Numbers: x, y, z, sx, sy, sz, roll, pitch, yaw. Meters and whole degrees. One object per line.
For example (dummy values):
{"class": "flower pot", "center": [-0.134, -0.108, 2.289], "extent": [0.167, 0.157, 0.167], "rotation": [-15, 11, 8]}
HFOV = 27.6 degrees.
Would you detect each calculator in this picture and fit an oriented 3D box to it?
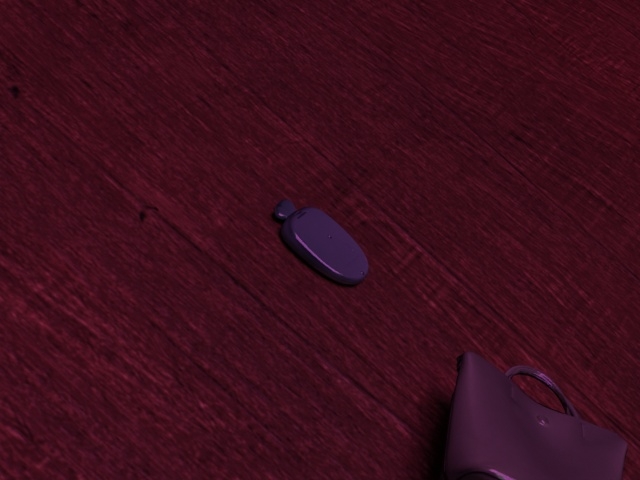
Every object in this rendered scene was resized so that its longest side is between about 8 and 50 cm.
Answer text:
{"class": "calculator", "center": [0.000, 0.000, 1.712], "extent": [0.153, 0.021, 0.095], "rotation": [44, 37, 7]}

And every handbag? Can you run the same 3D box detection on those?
{"class": "handbag", "center": [0.257, 0.235, 1.535], "extent": [0.241, 0.109, 0.315], "rotation": [31, 37, -3]}
